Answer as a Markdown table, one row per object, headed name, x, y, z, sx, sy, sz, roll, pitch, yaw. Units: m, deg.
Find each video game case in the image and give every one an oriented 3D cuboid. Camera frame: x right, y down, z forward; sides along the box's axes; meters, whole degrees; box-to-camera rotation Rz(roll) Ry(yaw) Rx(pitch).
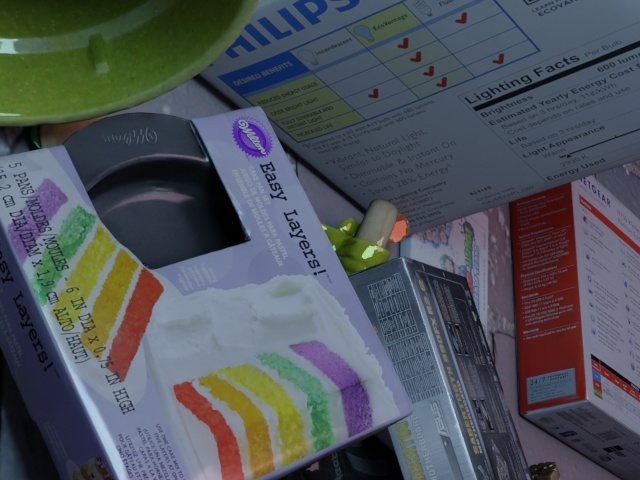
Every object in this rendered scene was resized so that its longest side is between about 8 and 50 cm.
| name | x | y | z | sx | sy | sz | roll | pitch | yaw |
| --- | --- | --- | --- | --- | --- | --- | --- | --- | --- |
| video game case | 0.128 | 0.011 | 1.412 | 0.143 | 0.019 | 0.157 | 37 | 47 | -42 |

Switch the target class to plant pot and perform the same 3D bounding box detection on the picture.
| name | x | y | z | sx | sy | sz | roll | pitch | yaw |
| --- | --- | --- | --- | --- | --- | --- | --- | --- | --- |
| plant pot | -0.189 | -0.254 | 0.877 | 0.276 | 0.276 | 0.254 | 26 | 43 | -48 |

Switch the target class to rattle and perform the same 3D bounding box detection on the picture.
| name | x | y | z | sx | sy | sz | roll | pitch | yaw |
| --- | --- | --- | --- | --- | --- | --- | --- | --- | --- |
| rattle | 0.000 | 0.000 | 1.219 | 0.200 | 0.142 | 0.130 | -68 | 165 | -65 |

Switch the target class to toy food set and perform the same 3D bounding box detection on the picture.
| name | x | y | z | sx | sy | sz | roll | pitch | yaw |
| --- | --- | --- | --- | --- | --- | --- | --- | --- | --- |
| toy food set | -0.174 | -0.065 | 0.997 | 0.083 | 0.020 | 0.083 | 39 | 45 | -41 |

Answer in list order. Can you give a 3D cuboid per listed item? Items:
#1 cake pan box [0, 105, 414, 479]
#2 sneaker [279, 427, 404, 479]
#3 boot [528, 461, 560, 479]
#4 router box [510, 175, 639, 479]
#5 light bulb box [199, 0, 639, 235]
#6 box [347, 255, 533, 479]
| name | x | y | z | sx | sy | sz | roll | pitch | yaw |
| --- | --- | --- | --- | --- | --- | --- | --- | --- | --- |
| cake pan box | -0.091 | 0.044 | 0.929 | 0.245 | 0.070 | 0.267 | -14 | 73 | -43 |
| sneaker | -0.003 | 0.175 | 1.093 | 0.124 | 0.107 | 0.283 | -45 | 118 | -29 |
| boot | 0.209 | 0.285 | 1.369 | 0.158 | 0.059 | 0.085 | -25 | 101 | -58 |
| router box | 0.345 | 0.109 | 1.630 | 0.335 | 0.082 | 0.301 | 34 | 48 | -44 |
| light bulb box | 0.119 | -0.216 | 1.197 | 0.361 | 0.358 | 0.225 | 38 | 44 | -43 |
| box | 0.103 | 0.135 | 1.096 | 0.183 | 0.056 | 0.231 | 16 | 55 | -68 |
